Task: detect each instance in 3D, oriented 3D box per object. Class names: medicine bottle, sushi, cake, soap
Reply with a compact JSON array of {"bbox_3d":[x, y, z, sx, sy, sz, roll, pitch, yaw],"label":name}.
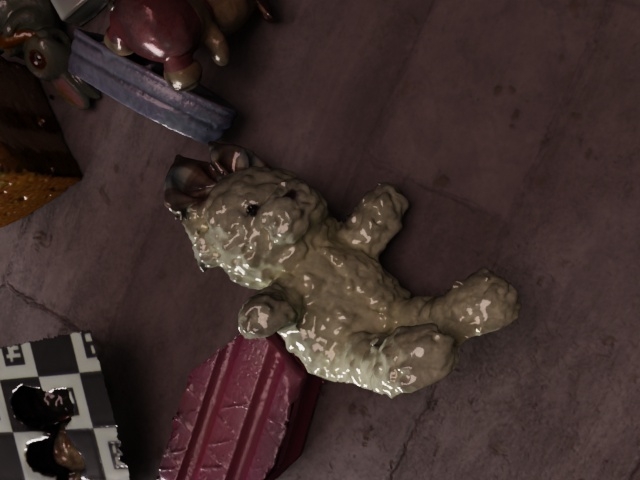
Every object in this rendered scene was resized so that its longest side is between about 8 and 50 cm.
[{"bbox_3d":[-0.398,-0.410,1.513,0.074,0.055,0.118,-35,78,19],"label":"medicine bottle"},{"bbox_3d":[-0.381,0.323,1.486,0.296,0.100,0.373,-12,95,31],"label":"sushi"},{"bbox_3d":[-0.541,-0.179,1.497,0.196,0.199,0.293,-29,78,22],"label":"cake"},{"bbox_3d":[-0.105,0.240,1.356,0.182,0.112,0.289,19,97,21],"label":"soap"}]

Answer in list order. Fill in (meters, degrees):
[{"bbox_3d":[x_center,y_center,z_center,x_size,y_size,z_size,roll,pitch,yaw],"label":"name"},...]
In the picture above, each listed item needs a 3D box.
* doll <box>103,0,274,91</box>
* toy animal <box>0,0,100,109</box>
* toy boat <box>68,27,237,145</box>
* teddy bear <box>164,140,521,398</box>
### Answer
[{"bbox_3d":[-0.176,-0.340,1.349,0.196,0.152,0.256,45,64,-12],"label":"doll"},{"bbox_3d":[-0.439,-0.318,1.502,0.236,0.108,0.138,36,72,14],"label":"toy animal"},{"bbox_3d":[-0.246,-0.228,1.411,0.283,0.127,0.078,31,101,17],"label":"toy boat"},{"bbox_3d":[0.000,0.000,1.215,0.375,0.327,0.362,-16,104,55],"label":"teddy bear"}]
